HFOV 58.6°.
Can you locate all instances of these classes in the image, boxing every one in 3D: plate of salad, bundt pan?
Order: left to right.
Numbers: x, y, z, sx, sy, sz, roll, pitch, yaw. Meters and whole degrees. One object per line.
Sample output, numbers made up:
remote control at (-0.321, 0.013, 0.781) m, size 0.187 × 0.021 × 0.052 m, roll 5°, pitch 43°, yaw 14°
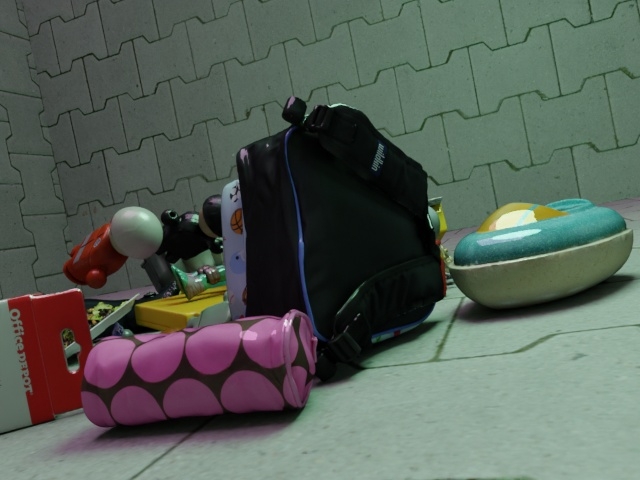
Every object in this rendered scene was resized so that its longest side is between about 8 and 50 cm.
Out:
plate of salad at (-0.411, 0.150, 1.019) m, size 0.199 × 0.048 × 0.200 m, roll -36°, pitch 6°, yaw 5°
bundt pan at (-0.248, 0.058, 1.360) m, size 0.330 × 0.124 × 0.331 m, roll -21°, pitch -24°, yaw -10°

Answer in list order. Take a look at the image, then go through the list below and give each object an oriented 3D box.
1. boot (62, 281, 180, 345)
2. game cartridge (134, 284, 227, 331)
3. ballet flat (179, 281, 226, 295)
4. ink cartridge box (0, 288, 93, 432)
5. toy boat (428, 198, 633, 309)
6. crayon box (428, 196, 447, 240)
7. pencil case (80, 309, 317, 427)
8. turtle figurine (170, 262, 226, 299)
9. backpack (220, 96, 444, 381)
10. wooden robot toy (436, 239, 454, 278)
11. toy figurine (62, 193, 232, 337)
boot at (-0.397, 0.149, 1.188) m, size 0.207 × 0.094 × 0.246 m, roll -15°, pitch -7°, yaw 28°
game cartridge at (-0.131, 0.112, 1.018) m, size 0.323 × 0.053 × 0.285 m, roll -11°, pitch 4°, yaw -34°
ballet flat at (-0.193, 0.083, 1.221) m, size 0.230 × 0.077 × 0.077 m, roll -17°, pitch 29°, yaw -17°
ink cartridge box at (-0.361, 0.135, 0.607) m, size 0.230 × 0.134 × 0.078 m, roll -11°, pitch 1°, yaw -18°
toy boat at (0.235, 0.005, 0.786) m, size 0.267 × 0.148 × 0.318 m, roll -13°, pitch 2°, yaw -38°
crayon box at (0.242, -0.020, 1.638) m, size 0.203 × 0.083 × 0.323 m, roll -11°, pitch -15°, yaw 1°
pencil case at (-0.102, 0.111, 0.505) m, size 0.209 × 0.095 × 0.098 m, roll -9°, pitch -13°, yaw 20°
turtle figurine at (-0.144, 0.030, 1.025) m, size 0.234 × 0.118 × 0.175 m, roll -25°, pitch -6°, yaw -19°
backpack at (0.022, 0.009, 0.673) m, size 0.263 × 0.277 × 0.213 m, roll 4°, pitch -10°, yaw -43°
wooden robot toy at (0.198, 0.049, 1.025) m, size 0.079 × 0.076 × 0.173 m, roll -32°, pitch -10°, yaw 14°
toy figurine at (-0.174, 0.057, 0.698) m, size 0.148 × 0.210 × 0.213 m, roll -24°, pitch -6°, yaw 33°
